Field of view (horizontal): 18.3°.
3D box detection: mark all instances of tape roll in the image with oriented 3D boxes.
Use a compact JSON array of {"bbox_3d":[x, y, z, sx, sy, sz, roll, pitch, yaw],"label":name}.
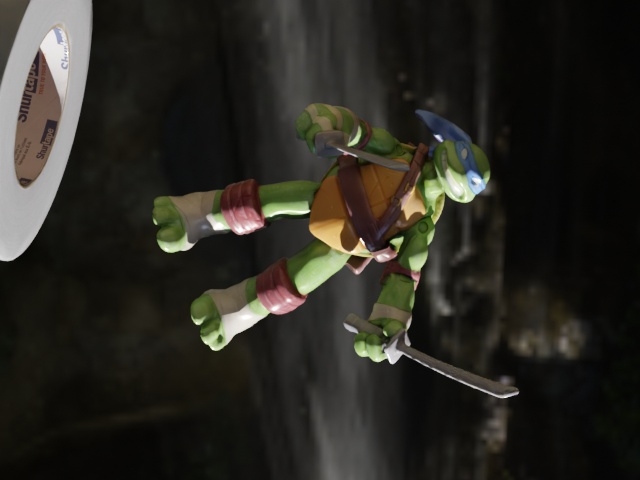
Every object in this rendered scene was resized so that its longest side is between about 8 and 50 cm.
[{"bbox_3d":[-0.224,-0.099,1.363,0.072,0.219,0.219,12,-159,6],"label":"tape roll"}]

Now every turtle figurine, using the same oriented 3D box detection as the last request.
[{"bbox_3d":[0.000,0.000,1.590,0.266,0.198,0.274,-19,-137,20],"label":"turtle figurine"}]
